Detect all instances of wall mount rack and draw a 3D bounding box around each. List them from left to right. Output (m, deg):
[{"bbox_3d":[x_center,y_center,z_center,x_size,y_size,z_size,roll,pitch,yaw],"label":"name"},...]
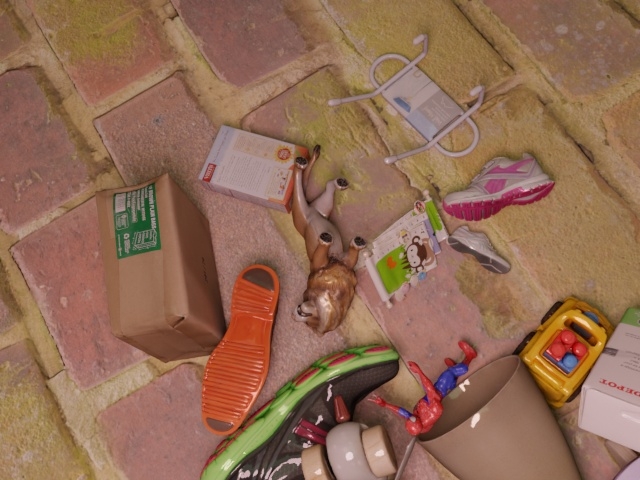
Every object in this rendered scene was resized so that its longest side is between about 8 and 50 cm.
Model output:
[{"bbox_3d":[0.205,-0.321,1.624,0.304,0.130,0.350,-39,70,-6],"label":"wall mount rack"}]

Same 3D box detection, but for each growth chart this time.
[{"bbox_3d":[0.195,0.024,1.512,0.237,0.021,0.172,-43,114,-18],"label":"growth chart"}]

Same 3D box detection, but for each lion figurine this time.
[{"bbox_3d":[0.000,0.000,1.533,0.142,0.240,0.393,2,53,-13],"label":"lion figurine"}]

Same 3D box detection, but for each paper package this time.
[{"bbox_3d":[-0.333,0.069,1.472,0.168,0.309,0.325,-14,69,3],"label":"paper package"}]

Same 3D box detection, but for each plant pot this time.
[{"bbox_3d":[0.369,0.406,1.310,0.256,0.256,0.274,-40,86,-6],"label":"plant pot"}]

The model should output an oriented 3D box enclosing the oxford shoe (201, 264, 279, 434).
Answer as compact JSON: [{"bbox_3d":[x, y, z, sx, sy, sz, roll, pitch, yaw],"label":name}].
[{"bbox_3d":[-0.158,0.242,1.481,0.129,0.133,0.364,15,71,7],"label":"oxford shoe"}]

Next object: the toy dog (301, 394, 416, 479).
[{"bbox_3d":[0.076,0.399,1.255,0.220,0.334,0.161,-6,51,-3],"label":"toy dog"}]

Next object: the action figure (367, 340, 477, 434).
[{"bbox_3d":[0.202,0.277,1.352,0.139,0.280,0.092,33,123,11],"label":"action figure"}]

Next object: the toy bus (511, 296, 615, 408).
[{"bbox_3d":[0.495,0.205,1.361,0.149,0.211,0.220,39,79,20],"label":"toy bus"}]

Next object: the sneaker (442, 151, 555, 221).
[{"bbox_3d":[0.392,-0.125,1.554,0.252,0.103,0.111,-16,66,-4],"label":"sneaker"}]

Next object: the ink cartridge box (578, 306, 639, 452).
[{"bbox_3d":[0.628,0.266,1.278,0.198,0.115,0.273,18,39,34],"label":"ink cartridge box"}]

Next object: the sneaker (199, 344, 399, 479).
[{"bbox_3d":[-0.020,0.393,1.413,0.482,0.185,0.202,-39,92,-5],"label":"sneaker"}]

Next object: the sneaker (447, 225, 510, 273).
[{"bbox_3d":[0.363,0.017,1.528,0.152,0.054,0.061,35,62,12],"label":"sneaker"}]

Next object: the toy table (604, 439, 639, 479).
[{"bbox_3d":[0.632,0.480,1.274,0.274,0.161,0.252,-19,69,0],"label":"toy table"}]

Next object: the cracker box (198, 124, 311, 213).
[{"bbox_3d":[-0.158,-0.174,1.659,0.232,0.067,0.156,18,74,13],"label":"cracker box"}]
